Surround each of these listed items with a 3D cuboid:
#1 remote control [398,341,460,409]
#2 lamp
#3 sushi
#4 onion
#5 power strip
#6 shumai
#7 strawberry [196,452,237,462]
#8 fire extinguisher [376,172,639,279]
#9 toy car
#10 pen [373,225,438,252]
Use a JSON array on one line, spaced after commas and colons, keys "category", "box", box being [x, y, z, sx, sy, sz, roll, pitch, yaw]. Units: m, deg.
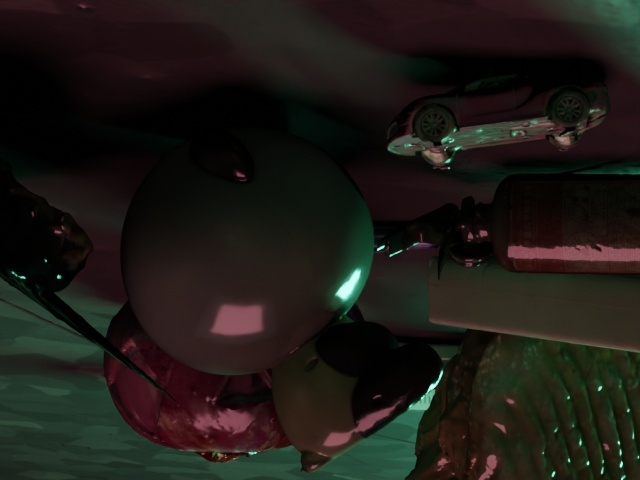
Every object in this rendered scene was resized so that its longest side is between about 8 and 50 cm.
[{"category": "remote control", "box": [0.117, 0.139, 1.842, 0.277, 0.056, 0.103, 1, 163, 4]}, {"category": "lamp", "box": [-0.031, 0.034, 1.244, 0.244, 0.197, 0.198, 51, 159, 2]}, {"category": "sushi", "box": [-0.229, -0.024, 1.263, 0.294, 0.059, 0.292, 37, 175, 26]}, {"category": "onion", "box": [-0.057, 0.092, 1.420, 0.200, 0.201, 0.207, -12, 146, 45]}, {"category": "power strip", "box": [0.203, 0.048, 1.384, 0.098, 0.058, 0.338, -3, -174, -38]}, {"category": "shumai", "box": [0.187, 0.161, 1.658, 0.262, 0.267, 0.314, 12, 139, 53]}, {"category": "strawberry", "box": [-0.109, 0.210, 2.078, 0.106, 0.106, 0.106, 5, 163, 1]}, {"category": "fire extinguisher", "box": [0.170, -0.011, 1.273, 0.252, 0.075, 0.106, 2, -174, 13]}, {"category": "toy car", "box": [0.110, -0.080, 1.118, 0.142, 0.055, 0.069, -7, 170, 4]}, {"category": "pen", "box": [0.000, 0.000, 1.467, 0.204, 0.025, 0.025, -2, 162, 21]}]
